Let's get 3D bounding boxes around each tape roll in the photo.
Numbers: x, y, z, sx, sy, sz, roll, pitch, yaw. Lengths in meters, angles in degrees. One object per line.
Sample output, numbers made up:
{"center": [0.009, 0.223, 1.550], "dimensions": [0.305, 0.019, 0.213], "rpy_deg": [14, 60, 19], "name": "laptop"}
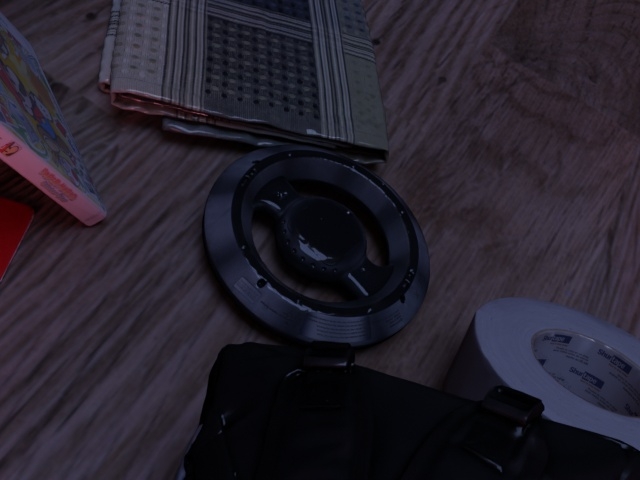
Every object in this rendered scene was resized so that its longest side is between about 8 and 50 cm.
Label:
{"center": [0.220, 0.138, 0.638], "dimensions": [0.219, 0.072, 0.219], "rpy_deg": [16, 24, -7], "name": "tape roll"}

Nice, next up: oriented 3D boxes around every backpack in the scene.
{"center": [0.004, 0.265, 0.386], "dimensions": [0.290, 0.273, 0.355], "rpy_deg": [11, 35, 14], "name": "backpack"}

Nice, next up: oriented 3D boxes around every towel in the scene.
{"center": [-0.083, -0.225, 0.859], "dimensions": [0.312, 0.056, 0.324], "rpy_deg": [11, 50, -20], "name": "towel"}

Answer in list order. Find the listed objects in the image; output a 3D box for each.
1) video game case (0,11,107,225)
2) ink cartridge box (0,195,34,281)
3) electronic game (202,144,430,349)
{"center": [-0.269, -0.140, 0.619], "dimensions": [0.026, 0.206, 0.226], "rpy_deg": [-30, 67, -1], "name": "video game case"}
{"center": [-0.373, 0.007, 0.499], "dimensions": [0.272, 0.130, 0.309], "rpy_deg": [19, 50, -11], "name": "ink cartridge box"}
{"center": [0.000, 0.000, 0.717], "dimensions": [0.230, 0.048, 0.229], "rpy_deg": [12, 53, -16], "name": "electronic game"}
